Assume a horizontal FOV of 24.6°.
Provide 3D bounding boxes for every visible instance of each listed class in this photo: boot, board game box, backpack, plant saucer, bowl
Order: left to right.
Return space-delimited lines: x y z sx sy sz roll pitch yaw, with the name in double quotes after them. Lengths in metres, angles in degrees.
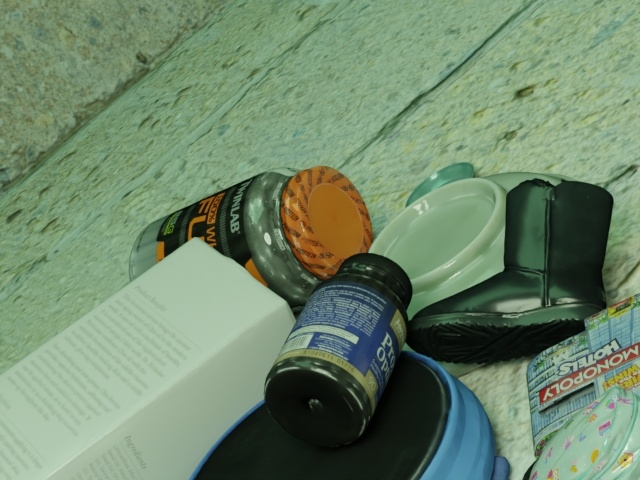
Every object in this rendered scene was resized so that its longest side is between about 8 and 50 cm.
0.004 0.268 1.627 0.391 0.077 0.391 -27 25 14 "bowl"
0.181 -0.070 2.162 0.119 0.021 0.119 -30 23 14 "plant saucer"
0.169 0.023 1.920 0.400 0.100 0.400 -31 24 16 "plant saucer"
0.225 0.033 1.731 0.246 0.094 0.207 -8 52 20 "boot"
0.265 0.222 1.362 0.182 0.115 0.152 -47 19 39 "backpack"
0.302 0.155 1.544 0.194 0.060 0.194 -28 25 19 "board game box"

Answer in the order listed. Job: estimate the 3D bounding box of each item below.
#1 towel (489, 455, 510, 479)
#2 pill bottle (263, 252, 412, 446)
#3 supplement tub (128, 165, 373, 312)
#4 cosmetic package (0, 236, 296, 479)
0.067 0.370 1.522 0.243 0.040 0.336 -18 32 32 "towel"
0.028 0.115 1.638 0.123 0.123 0.219 -19 27 35 "pill bottle"
-0.101 0.019 2.148 0.338 0.207 0.207 -22 28 37 "supplement tub"
-0.250 0.214 1.809 0.453 0.161 0.230 -36 38 -17 "cosmetic package"
